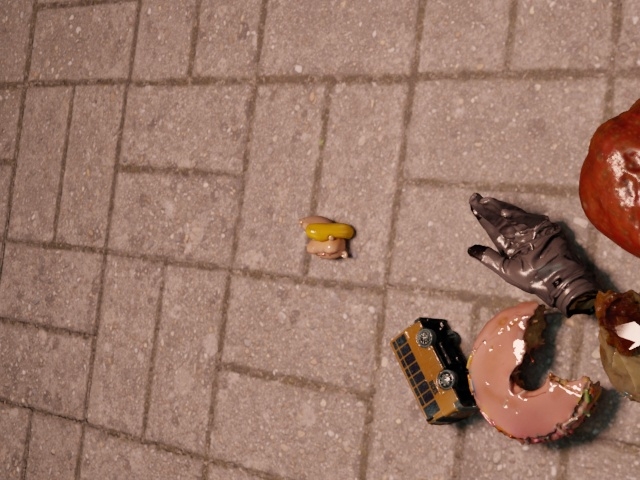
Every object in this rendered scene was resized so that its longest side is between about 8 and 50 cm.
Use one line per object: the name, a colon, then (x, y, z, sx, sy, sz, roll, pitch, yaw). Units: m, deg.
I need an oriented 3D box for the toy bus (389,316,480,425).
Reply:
toy bus: (0.203, 0.234, 1.972, 0.103, 0.091, 0.182, -41, 59, 30)

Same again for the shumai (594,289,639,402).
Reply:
shumai: (0.500, 0.152, 1.725, 0.201, 0.120, 0.201, -9, 76, 38)

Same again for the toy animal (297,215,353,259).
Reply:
toy animal: (0.000, 0.000, 2.174, 0.114, 0.091, 0.082, 20, 111, 37)

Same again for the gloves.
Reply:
gloves: (0.344, 0.026, 1.870, 0.142, 0.119, 0.285, -46, 67, 11)

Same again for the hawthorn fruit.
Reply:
hawthorn fruit: (0.509, -0.083, 1.660, 0.258, 0.258, 0.261, -37, 34, 30)

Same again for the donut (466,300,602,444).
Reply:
donut: (0.345, 0.228, 1.861, 0.199, 0.085, 0.233, -44, 60, 26)
